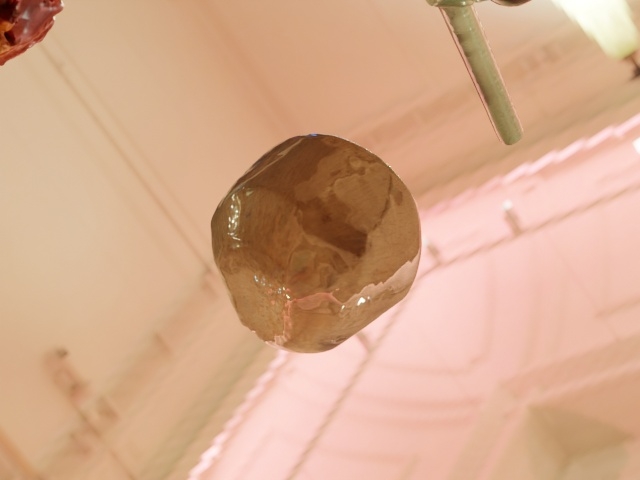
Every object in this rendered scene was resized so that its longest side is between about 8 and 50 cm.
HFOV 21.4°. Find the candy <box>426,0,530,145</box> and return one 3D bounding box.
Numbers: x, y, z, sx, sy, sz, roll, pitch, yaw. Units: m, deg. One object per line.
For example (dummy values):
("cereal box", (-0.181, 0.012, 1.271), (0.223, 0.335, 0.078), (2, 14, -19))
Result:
("candy", (0.037, -0.079, 0.522), (0.078, 0.287, 0.084), (14, -104, 19))

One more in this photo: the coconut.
("coconut", (0.000, 0.000, 1.705), (0.224, 0.224, 0.224), (-33, -165, 10))

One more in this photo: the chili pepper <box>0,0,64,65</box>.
("chili pepper", (-0.327, -0.271, 1.245), (0.134, 0.338, 0.131), (-40, 165, 7))
